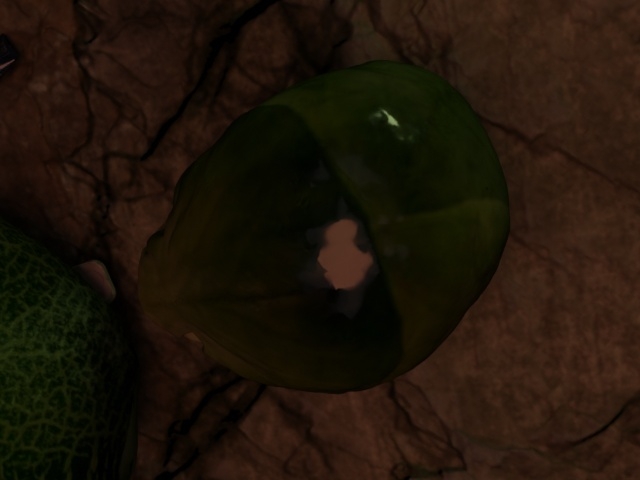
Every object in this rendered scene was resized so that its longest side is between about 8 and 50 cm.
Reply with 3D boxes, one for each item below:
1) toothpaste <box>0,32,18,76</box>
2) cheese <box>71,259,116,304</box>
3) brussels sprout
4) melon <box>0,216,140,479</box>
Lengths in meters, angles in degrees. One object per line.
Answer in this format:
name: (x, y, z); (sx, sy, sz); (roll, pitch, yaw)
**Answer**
toothpaste: (-0.277, -0.130, 0.826); (0.083, 0.019, 0.027); (-43, 72, 15)
cheese: (-0.293, 0.073, 0.866); (0.255, 0.050, 0.127); (-16, 102, 12)
brussels sprout: (0.000, 0.000, 0.735); (0.271, 0.210, 0.219); (-20, 97, 28)
melon: (-0.311, 0.108, 0.767); (0.343, 0.331, 0.226); (2, 150, -9)
